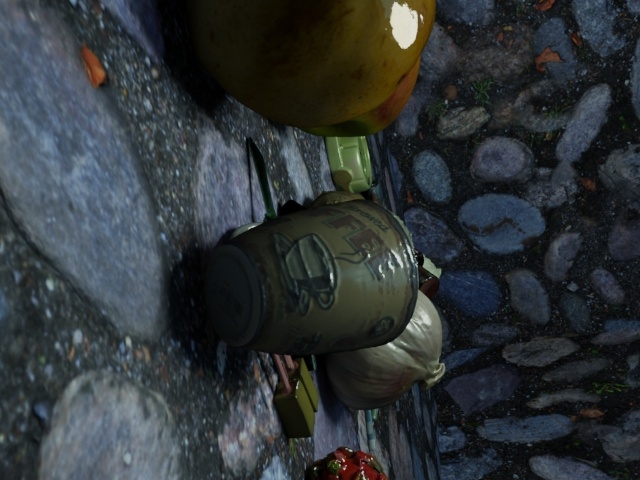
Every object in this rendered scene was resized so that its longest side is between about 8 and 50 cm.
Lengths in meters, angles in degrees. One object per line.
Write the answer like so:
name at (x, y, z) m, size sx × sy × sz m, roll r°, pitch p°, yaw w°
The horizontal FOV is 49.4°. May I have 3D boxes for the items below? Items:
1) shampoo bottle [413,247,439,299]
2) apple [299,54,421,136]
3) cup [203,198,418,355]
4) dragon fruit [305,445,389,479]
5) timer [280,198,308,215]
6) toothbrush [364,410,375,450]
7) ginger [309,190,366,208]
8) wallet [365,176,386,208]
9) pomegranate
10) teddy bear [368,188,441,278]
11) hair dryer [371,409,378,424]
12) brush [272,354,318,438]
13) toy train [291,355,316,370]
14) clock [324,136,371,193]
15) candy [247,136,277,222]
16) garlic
shampoo bottle at (0.158, 0.041, 1.733) m, size 0.323 × 0.129 × 0.084 m, roll 40°, pitch -1°, yaw 42°
apple at (0.037, -0.376, 1.448) m, size 0.339 × 0.340 × 0.339 m, roll -9°, pitch 90°, yaw -77°
cup at (-0.049, 0.041, 1.019) m, size 0.257 × 0.301 × 0.227 m, roll -3°, pitch 114°, yaw -40°
dragon fruit at (0.052, 0.480, 1.308) m, size 0.172 × 0.167 × 0.160 m, roll 62°, pitch -7°, yaw 12°
timer at (0.000, 0.000, 1.440) m, size 0.055 × 0.144 × 0.187 m, roll -47°, pitch 145°, yaw -16°
toothbrush at (0.128, 0.440, 1.929) m, size 0.025 × 0.019 × 0.275 m, roll 36°, pitch 46°, yaw -65°
ginger at (0.050, 0.033, 1.637) m, size 0.244 × 0.155 × 0.303 m, roll 0°, pitch 88°, yaw -84°
wallet at (0.200, -0.110, 2.547) m, size 0.170 × 0.069 × 0.230 m, roll -54°, pitch 139°, yaw -66°
pomegranate at (-0.030, -0.375, 1.089) m, size 0.417 × 0.417 × 0.416 m, roll -9°, pitch 90°, yaw -77°
teddy bear at (0.201, 0.086, 2.330) m, size 0.362 × 0.375 × 0.327 m, roll 38°, pitch 15°, yaw 3°
hair dryer at (0.153, 0.475, 1.997) m, size 0.071 × 0.047 × 0.150 m, roll 64°, pitch 31°, yaw -46°
brush at (-0.060, 0.227, 1.207) m, size 0.103 × 0.047 × 0.233 m, roll -80°, pitch 156°, yaw -56°
toy train at (-0.053, 0.119, 1.289) m, size 0.048 × 0.055 × 0.251 m, roll -30°, pitch 111°, yaw -77°
clock at (0.090, -0.238, 2.087) m, size 0.235 × 0.096 × 0.307 m, roll -35°, pitch 116°, yaw -77°
candy at (-0.088, -0.040, 1.236) m, size 0.097 × 0.097 × 0.323 m, roll 42°, pitch 32°, yaw -70°
garlic at (0.139, 0.246, 1.573) m, size 0.241 × 0.322 × 0.322 m, roll 58°, pitch -5°, yaw 42°
